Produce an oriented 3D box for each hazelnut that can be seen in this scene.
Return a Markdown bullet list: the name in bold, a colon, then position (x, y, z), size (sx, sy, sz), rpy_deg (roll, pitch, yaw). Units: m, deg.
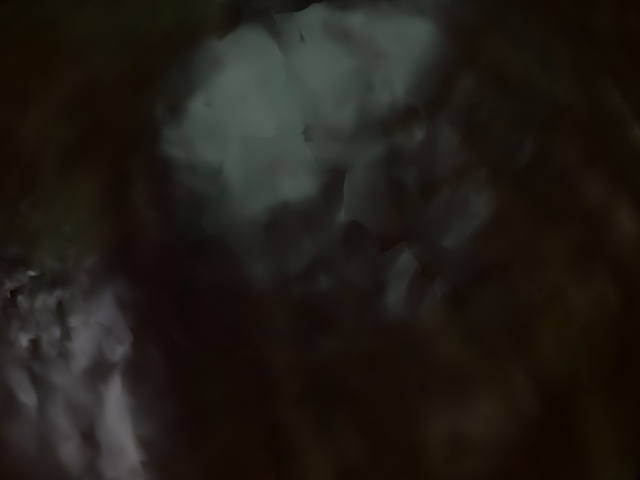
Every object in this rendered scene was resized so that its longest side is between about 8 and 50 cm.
- **hazelnut**: position (0.000, 0.000, 0.884), size (0.421, 0.421, 0.353), rpy_deg (-4, 29, -14)
